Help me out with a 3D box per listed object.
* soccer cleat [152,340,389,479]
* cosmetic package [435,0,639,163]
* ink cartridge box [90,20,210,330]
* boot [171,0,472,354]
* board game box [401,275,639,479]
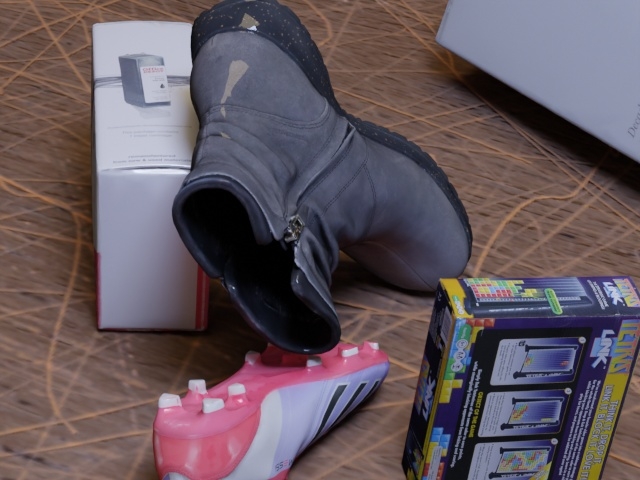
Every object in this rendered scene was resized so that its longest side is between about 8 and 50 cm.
[{"bbox_3d":[-0.032,0.130,1.214,0.083,0.095,0.248,6,13,31],"label":"soccer cleat"},{"bbox_3d":[0.359,-0.162,1.577,0.453,0.161,0.230,36,30,31],"label":"cosmetic package"},{"bbox_3d":[-0.137,-0.055,1.358,0.092,0.158,0.218,0,37,-7],"label":"ink cartridge box"},{"bbox_3d":[0.000,0.000,1.265,0.118,0.338,0.222,-25,43,28],"label":"boot"},{"bbox_3d":[0.141,0.105,1.194,0.141,0.170,0.048,-1,36,-15],"label":"board game box"}]
